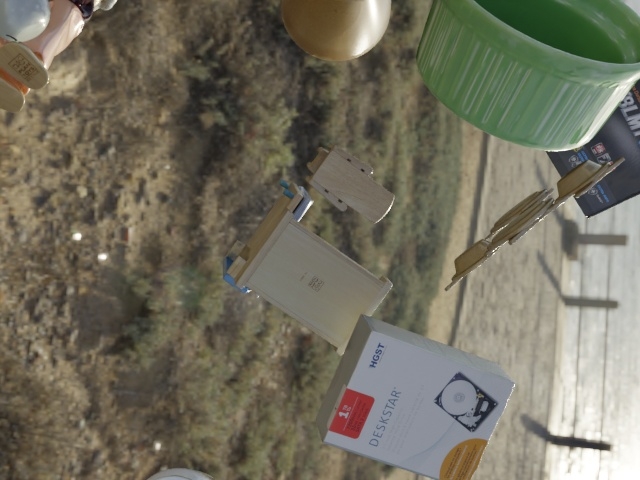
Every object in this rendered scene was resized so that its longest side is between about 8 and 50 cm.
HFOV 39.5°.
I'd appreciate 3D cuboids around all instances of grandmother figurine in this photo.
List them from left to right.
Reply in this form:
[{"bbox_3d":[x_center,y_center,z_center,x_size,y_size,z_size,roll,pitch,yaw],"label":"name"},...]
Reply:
[{"bbox_3d":[-0.394,-0.336,1.346,0.104,0.207,0.342,50,31,-28],"label":"grandmother figurine"}]

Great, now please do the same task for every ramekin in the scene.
[{"bbox_3d":[0.276,-0.255,1.190,0.303,0.303,0.148,-55,170,-51],"label":"ramekin"}]

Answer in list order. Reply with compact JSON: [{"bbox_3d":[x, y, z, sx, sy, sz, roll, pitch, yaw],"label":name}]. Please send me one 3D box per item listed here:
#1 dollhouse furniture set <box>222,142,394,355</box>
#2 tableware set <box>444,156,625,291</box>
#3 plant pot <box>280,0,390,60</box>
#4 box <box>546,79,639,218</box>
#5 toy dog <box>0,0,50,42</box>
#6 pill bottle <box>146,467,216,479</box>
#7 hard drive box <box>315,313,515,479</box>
[{"bbox_3d":[0.000,0.000,1.471,0.286,0.198,0.303,-54,-167,4],"label":"dollhouse furniture set"},{"bbox_3d":[0.172,-0.016,0.755,0.141,0.168,0.020,-38,88,-26],"label":"tableware set"},{"bbox_3d":[0.045,-0.504,1.779,0.254,0.237,0.237,167,-75,-84],"label":"plant pot"},{"bbox_3d":[0.584,-0.215,1.709,0.295,0.293,0.073,49,25,-34],"label":"box"},{"bbox_3d":[-0.477,-0.335,1.023,0.161,0.334,0.220,-45,153,6],"label":"toy dog"},{"bbox_3d":[-0.235,0.464,1.493,0.278,0.162,0.162,96,2,-75],"label":"pill bottle"},{"bbox_3d":[0.135,0.235,1.299,0.089,0.232,0.181,-122,-127,-76],"label":"hard drive box"}]
